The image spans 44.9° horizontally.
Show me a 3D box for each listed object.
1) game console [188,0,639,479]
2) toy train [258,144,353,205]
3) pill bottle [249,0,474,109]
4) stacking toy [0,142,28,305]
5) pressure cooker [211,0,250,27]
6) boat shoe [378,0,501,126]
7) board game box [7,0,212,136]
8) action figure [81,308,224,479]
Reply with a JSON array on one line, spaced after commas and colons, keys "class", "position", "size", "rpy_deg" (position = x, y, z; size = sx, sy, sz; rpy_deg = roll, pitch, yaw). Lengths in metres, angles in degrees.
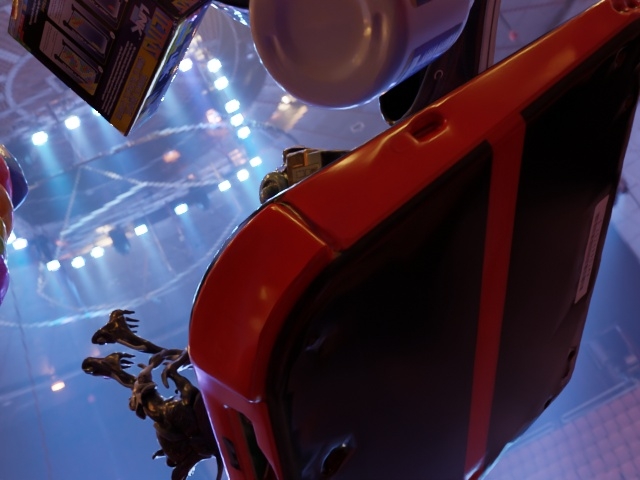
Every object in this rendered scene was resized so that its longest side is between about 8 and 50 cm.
[{"class": "game console", "position": [0.084, 0.070, 0.523], "size": [0.342, 0.060, 0.386], "rpy_deg": [-37, -38, -28]}, {"class": "toy train", "position": [0.000, 0.000, 1.276], "size": [0.142, 0.334, 0.190], "rpy_deg": [-1, -5, -41]}, {"class": "pill bottle", "position": [0.043, -0.169, 0.545], "size": [0.112, 0.112, 0.187], "rpy_deg": [-44, -2, 37]}, {"class": "stacking toy", "position": [-0.343, 0.020, 0.691], "size": [0.166, 0.302, 0.175], "rpy_deg": [-36, -42, 1]}, {"class": "pressure cooker", "position": [-0.037, -0.426, 0.810], "size": [0.370, 0.375, 0.420], "rpy_deg": [-47, -5, 12]}, {"class": "boat shoe", "position": [0.153, -0.384, 1.089], "size": [0.156, 0.187, 0.500], "rpy_deg": [-15, -60, -24]}, {"class": "board game box", "position": [-0.176, -0.184, 0.629], "size": [0.048, 0.141, 0.170], "rpy_deg": [-52, 7, -35]}, {"class": "action figure", "position": [-0.175, 0.191, 0.971], "size": [0.141, 0.276, 0.164], "rpy_deg": [-12, -54, -47]}]
